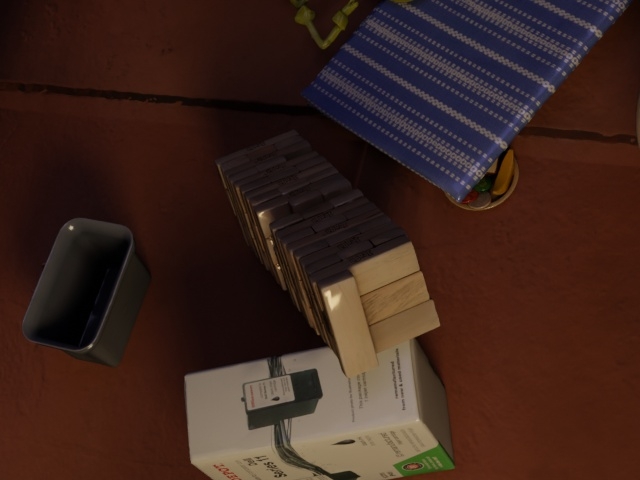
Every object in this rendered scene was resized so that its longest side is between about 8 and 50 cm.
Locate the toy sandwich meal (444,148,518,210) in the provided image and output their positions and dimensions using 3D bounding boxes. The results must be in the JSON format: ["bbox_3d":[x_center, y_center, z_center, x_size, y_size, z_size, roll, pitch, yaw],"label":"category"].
[{"bbox_3d":[0.156,-0.070,1.406,0.085,0.029,0.086,-7,63,14],"label":"toy sandwich meal"}]

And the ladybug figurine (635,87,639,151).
[{"bbox_3d":[0.492,-0.076,1.203,0.449,0.162,0.305,19,87,33],"label":"ladybug figurine"}]

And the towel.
[{"bbox_3d":[0.165,-0.214,1.454,0.336,0.040,0.243,-49,52,-7],"label":"towel"}]

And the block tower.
[{"bbox_3d":[0.000,0.000,1.295,0.097,0.091,0.335,-23,27,-9],"label":"block tower"}]

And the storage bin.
[{"bbox_3d":[-0.229,0.059,1.429,0.098,0.091,0.135,10,68,21],"label":"storage bin"}]

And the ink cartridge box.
[{"bbox_3d":[0.000,0.161,1.273,0.208,0.153,0.087,-12,63,13],"label":"ink cartridge box"}]

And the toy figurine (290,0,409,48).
[{"bbox_3d":[-0.030,-0.407,1.501,0.191,0.217,0.362,-30,53,4],"label":"toy figurine"}]
